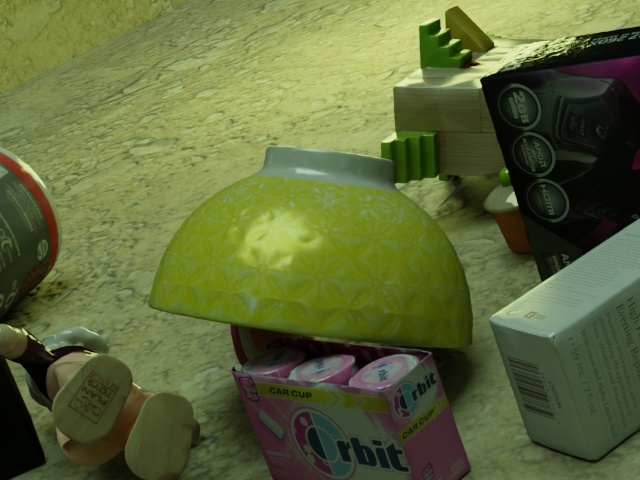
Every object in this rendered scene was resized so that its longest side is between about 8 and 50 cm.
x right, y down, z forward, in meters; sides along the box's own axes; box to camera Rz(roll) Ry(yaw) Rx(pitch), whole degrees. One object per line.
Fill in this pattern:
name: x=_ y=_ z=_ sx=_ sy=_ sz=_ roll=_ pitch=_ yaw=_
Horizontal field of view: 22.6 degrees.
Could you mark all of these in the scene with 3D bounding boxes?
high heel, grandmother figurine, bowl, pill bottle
high heel: x=-0.070 y=0.077 z=1.636 sx=0.117 sy=0.082 sz=0.244 roll=-56 pitch=21 yaw=33
grandmother figurine: x=-0.212 y=0.137 z=1.450 sx=0.104 sy=0.208 sz=0.342 roll=-52 pitch=12 yaw=-10
bowl: x=0.000 y=0.000 z=1.416 sx=0.290 sy=0.156 sz=0.289 roll=7 pitch=1 yaw=0
pill bottle: x=-0.475 y=0.044 z=1.861 sx=0.210 sy=0.210 sz=0.363 roll=-8 pitch=23 yaw=29

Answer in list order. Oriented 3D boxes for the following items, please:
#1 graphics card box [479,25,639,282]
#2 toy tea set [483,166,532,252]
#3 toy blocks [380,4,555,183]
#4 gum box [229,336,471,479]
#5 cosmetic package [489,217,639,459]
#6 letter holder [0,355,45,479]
graphics card box: x=0.340 y=-0.074 z=1.363 sx=0.371 sy=0.232 sz=0.094 roll=-4 pitch=26 yaw=36
toy tea set: x=0.323 y=-0.091 z=1.580 sx=0.336 sy=0.124 sz=0.200 roll=-24 pitch=20 yaw=-12
toy blocks: x=0.251 y=-0.152 z=1.779 sx=0.261 sy=0.190 sz=0.381 roll=3 pitch=18 yaw=22
gum box: x=0.018 y=0.142 z=1.282 sx=0.188 sy=0.107 sz=0.062 roll=2 pitch=29 yaw=46
cosmetic package: x=0.253 y=0.062 z=1.261 sx=0.231 sy=0.117 sz=0.085 roll=-31 pitch=23 yaw=-25
letter holder: x=-0.403 y=0.080 z=1.559 sx=0.152 sy=0.301 sz=0.214 roll=-23 pitch=20 yaw=-8
